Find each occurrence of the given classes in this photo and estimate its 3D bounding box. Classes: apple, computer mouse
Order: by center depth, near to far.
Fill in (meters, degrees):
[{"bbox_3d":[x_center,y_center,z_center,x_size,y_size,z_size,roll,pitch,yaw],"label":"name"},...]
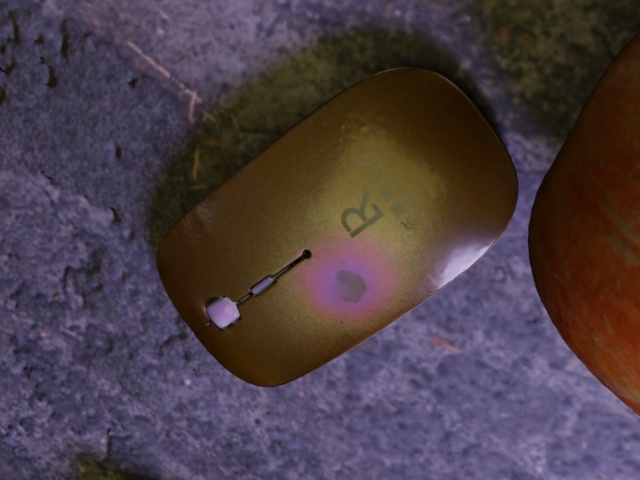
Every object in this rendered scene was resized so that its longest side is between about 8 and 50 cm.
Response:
[{"bbox_3d":[0.247,-0.015,0.535,0.302,0.301,0.301,7,112,18],"label":"apple"},{"bbox_3d":[0.000,0.000,0.753,0.310,0.072,0.158,-35,93,28],"label":"computer mouse"}]
